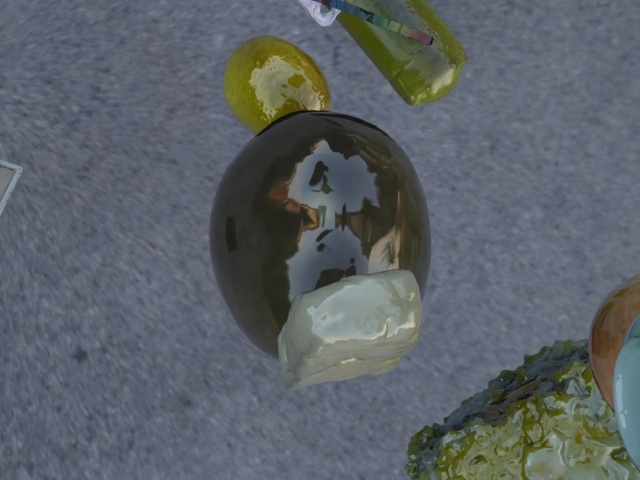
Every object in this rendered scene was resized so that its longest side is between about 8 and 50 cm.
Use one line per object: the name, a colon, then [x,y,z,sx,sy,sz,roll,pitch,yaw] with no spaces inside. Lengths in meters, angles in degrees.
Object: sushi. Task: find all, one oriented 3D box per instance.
sushi: [0.328,0.313,1.609,0.396,0.351,0.240,-31,87,-15]

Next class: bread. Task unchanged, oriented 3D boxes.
bread: [0.117,-0.419,1.966,0.166,0.112,0.383,-38,88,-33]

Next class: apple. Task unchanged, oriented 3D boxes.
apple: [0.371,0.107,1.097,0.209,0.209,0.164,-21,89,-15]

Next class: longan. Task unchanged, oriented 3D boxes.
longan: [0.000,0.000,1.640,0.336,0.404,0.405,2,98,-2]

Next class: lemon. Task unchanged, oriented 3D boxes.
lemon: [-0.069,-0.246,1.815,0.170,0.207,0.170,-35,152,-22]

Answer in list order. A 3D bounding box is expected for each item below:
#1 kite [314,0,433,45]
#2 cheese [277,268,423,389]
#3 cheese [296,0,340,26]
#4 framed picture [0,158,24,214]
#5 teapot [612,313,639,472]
kite: [-0.012,-0.269,0.979,0.285,0.015,0.152,25,104,12]
cheese: [0.030,0.106,1.277,0.159,0.263,0.093,-13,74,-13]
cheese: [-0.057,-0.314,1.191,0.227,0.064,0.137,37,93,-37]
framed picture: [-0.549,-0.060,1.643,0.142,0.011,0.183,18,114,-34]
teapot: [0.323,0.126,0.853,0.158,0.232,0.159,-4,109,-12]
